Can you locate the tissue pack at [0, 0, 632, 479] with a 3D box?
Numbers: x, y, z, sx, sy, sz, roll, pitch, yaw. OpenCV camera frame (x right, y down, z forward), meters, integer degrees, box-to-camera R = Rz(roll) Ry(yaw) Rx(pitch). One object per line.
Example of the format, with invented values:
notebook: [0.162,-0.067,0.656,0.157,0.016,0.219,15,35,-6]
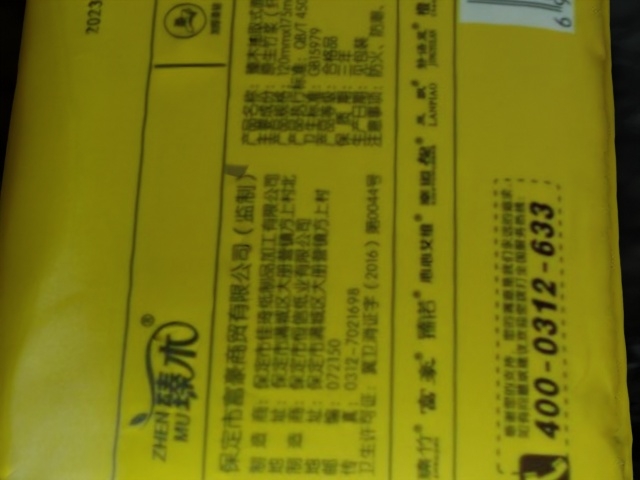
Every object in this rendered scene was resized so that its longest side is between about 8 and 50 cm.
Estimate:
tissue pack: [0.000,0.000,0.811,0.293,0.381,0.228,2,153,1]
